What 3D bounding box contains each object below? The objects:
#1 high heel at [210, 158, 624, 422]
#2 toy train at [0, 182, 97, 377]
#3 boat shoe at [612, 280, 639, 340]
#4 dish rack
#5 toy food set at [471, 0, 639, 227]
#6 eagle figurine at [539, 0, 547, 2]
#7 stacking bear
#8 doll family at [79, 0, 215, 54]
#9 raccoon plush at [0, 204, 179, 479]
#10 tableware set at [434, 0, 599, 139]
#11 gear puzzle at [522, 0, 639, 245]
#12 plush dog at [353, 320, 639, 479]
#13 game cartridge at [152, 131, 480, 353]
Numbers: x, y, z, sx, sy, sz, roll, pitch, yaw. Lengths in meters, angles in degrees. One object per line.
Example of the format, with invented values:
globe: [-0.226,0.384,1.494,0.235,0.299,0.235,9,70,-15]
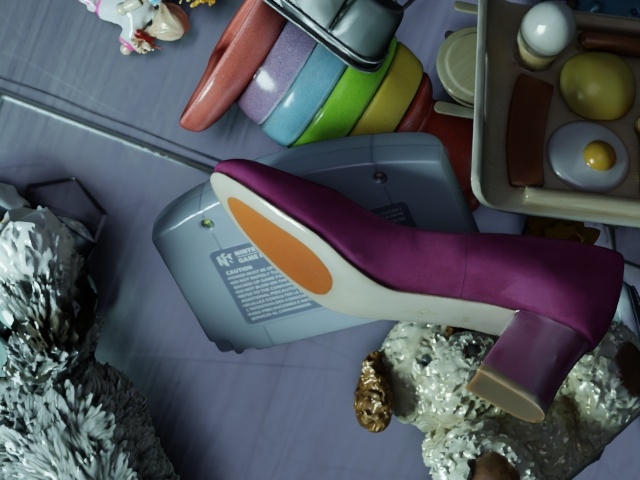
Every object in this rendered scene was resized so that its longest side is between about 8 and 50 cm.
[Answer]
high heel: [0.090,-0.003,1.516,0.377,0.127,0.181,35,67,-3]
toy train: [-0.365,0.097,1.644,0.190,0.142,0.334,34,92,11]
boat shoe: [0.345,0.116,1.647,0.083,0.065,0.183,-19,96,0]
dish rack: [0.027,-0.286,1.572,0.208,0.271,0.074,39,126,1]
toy food set: [0.287,-0.130,1.518,0.306,0.092,0.219,6,67,-5]
eagle figurine: [0.289,-0.389,1.577,0.225,0.226,0.298,-23,112,-24]
stacking bear: [0.038,-0.127,1.607,0.289,0.175,0.164,31,130,-10]
doll family: [-0.151,-0.307,1.616,0.163,0.118,0.263,29,94,14]
raccoon plush: [-0.205,0.228,1.486,0.216,0.299,0.446,-32,131,-19]
tableware set: [0.203,-0.149,1.586,0.194,0.039,0.128,13,66,-2]
gear puzzle: [0.270,-0.110,1.617,0.175,0.044,0.339,23,80,2]
plush dog: [0.158,0.154,1.617,0.262,0.210,0.225,-35,73,-23]
game cartridge: [0.000,0.000,1.588,0.294,0.060,0.196,-15,130,16]
